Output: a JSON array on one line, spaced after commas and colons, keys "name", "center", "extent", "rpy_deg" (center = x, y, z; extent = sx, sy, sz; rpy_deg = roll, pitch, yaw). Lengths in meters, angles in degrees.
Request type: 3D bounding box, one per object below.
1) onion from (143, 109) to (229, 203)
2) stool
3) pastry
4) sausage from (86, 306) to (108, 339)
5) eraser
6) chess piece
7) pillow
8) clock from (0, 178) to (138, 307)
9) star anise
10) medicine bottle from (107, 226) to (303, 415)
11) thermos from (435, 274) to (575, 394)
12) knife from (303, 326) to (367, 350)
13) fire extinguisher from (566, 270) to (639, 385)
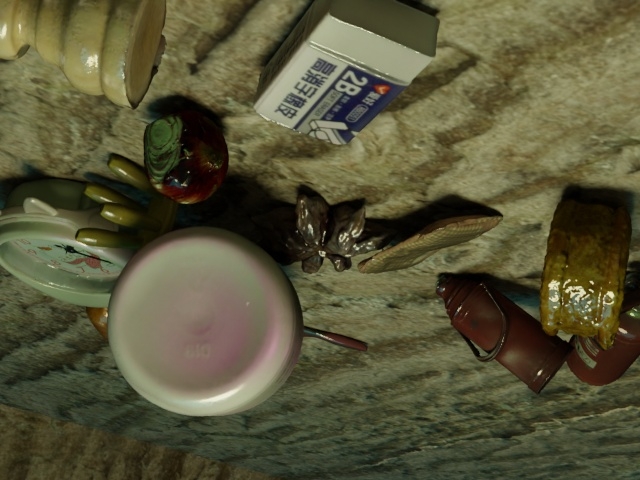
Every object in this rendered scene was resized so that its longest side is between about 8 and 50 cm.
[{"name": "onion", "center": [-0.165, -0.104, 1.282], "extent": [0.119, 0.117, 0.118], "rpy_deg": [14, 180, 0]}, {"name": "stool", "center": [-0.276, -0.044, 1.455], "extent": [0.110, 0.135, 0.134], "rpy_deg": [21, -173, -30]}, {"name": "pastry", "center": [0.344, 0.041, 1.321], "extent": [0.103, 0.188, 0.188], "rpy_deg": [8, 156, 17]}, {"name": "sausage", "center": [-0.365, 0.157, 1.952], "extent": [0.109, 0.108, 0.270], "rpy_deg": [1, 155, 19]}, {"name": "eraser", "center": [0.023, -0.185, 1.085], "extent": [0.124, 0.068, 0.210], "rpy_deg": [20, 154, -17]}, {"name": "chess piece", "center": [-0.298, -0.231, 1.042], "extent": [0.261, 0.142, 0.142], "rpy_deg": [14, 156, 1]}, {"name": "pillow", "center": [0.152, 0.006, 1.447], "extent": [0.135, 0.034, 0.211], "rpy_deg": [-11, 168, -39]}, {"name": "clock", "center": [-0.385, 0.001, 1.604], "extent": [0.265, 0.108, 0.324], "rpy_deg": [-4, 152, 30]}, {"name": "star anise", "center": [-0.012, -0.006, 1.486], "extent": [0.197, 0.073, 0.212], "rpy_deg": [18, 152, -23]}, {"name": "medicine bottle", "center": [-0.151, 0.125, 1.477], "extent": [0.256, 0.256, 0.325], "rpy_deg": [8, 172, 5]}, {"name": "thermos", "center": [0.277, 0.130, 1.592], "extent": [0.232, 0.124, 0.099], "rpy_deg": [39, 124, 19]}, {"name": "knife", "center": [-0.026, 0.177, 1.966], "extent": [0.247, 0.018, 0.035], "rpy_deg": [17, 158, -9]}, {"name": "fire extinguisher", "center": [0.442, 0.136, 1.552], "extent": [0.147, 0.106, 0.337], "rpy_deg": [-29, 158, -11]}]
